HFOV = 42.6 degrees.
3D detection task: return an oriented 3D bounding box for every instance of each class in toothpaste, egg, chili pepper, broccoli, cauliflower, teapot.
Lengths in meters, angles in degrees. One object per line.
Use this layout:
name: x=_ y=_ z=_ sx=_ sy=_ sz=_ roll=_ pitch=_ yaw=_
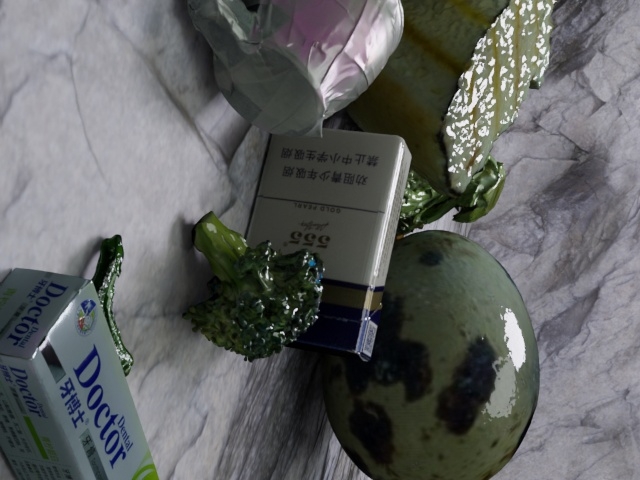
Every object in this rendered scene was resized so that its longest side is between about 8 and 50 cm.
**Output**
toothpaste: x=-0.181 y=0.175 z=0.636 sx=0.081 sy=0.067 sz=0.336 roll=-66 pitch=158 yaw=-47
egg: x=0.179 y=0.192 z=1.320 sx=0.345 sy=0.345 sz=0.428 roll=51 pitch=50 yaw=-67
chili pepper: x=-0.175 y=0.055 z=0.657 sx=0.055 sy=0.035 sz=0.118 roll=-44 pitch=131 yaw=-82
broccoli: x=-0.076 y=0.041 z=0.833 sx=0.160 sy=0.154 sz=0.167 roll=49 pitch=37 yaw=-14
cauliflower: x=0.197 y=-0.126 z=1.360 sx=0.275 sy=0.250 sz=0.272 roll=-46 pitch=-170 yaw=49
teapot: x=-0.023 y=-0.210 z=0.790 sx=0.178 sy=0.163 sz=0.221 roll=-61 pitch=155 yaw=-32

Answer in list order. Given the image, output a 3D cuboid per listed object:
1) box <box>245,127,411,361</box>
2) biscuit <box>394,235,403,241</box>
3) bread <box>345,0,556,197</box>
box: x=0.000 y=0.000 z=0.955 sx=0.071 sy=0.168 sz=0.259 roll=41 pitch=60 yaw=-68
biscuit: x=0.171 y=-0.147 z=1.634 sx=0.257 sy=0.049 sz=0.273 roll=-61 pitch=153 yaw=-47
bread: x=0.149 y=-0.263 z=1.152 sx=0.395 sy=0.264 sz=0.239 roll=-52 pitch=152 yaw=-32
